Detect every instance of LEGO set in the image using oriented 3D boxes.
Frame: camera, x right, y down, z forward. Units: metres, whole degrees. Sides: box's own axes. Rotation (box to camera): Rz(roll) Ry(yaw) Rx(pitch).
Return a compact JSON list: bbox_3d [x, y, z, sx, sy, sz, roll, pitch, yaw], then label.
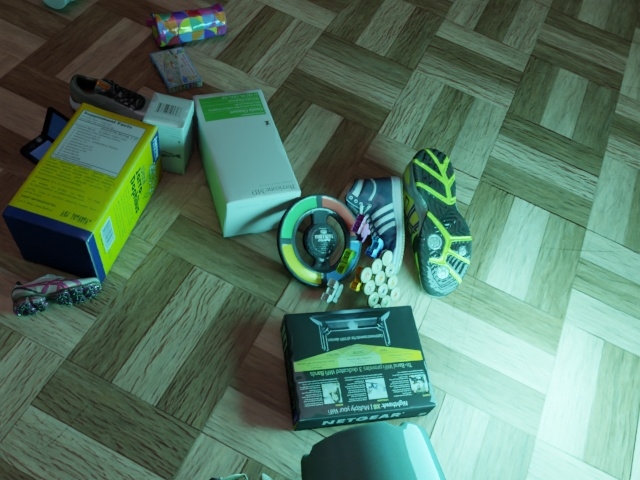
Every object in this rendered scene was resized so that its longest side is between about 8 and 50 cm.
[{"bbox_3d":[0.098,0.064,1.439,0.087,0.093,0.227,21,82,28],"label":"LEGO set"}]

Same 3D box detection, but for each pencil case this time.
[{"bbox_3d":[-0.411,-0.671,1.843,0.236,0.104,0.104,-17,62,-22],"label":"pencil case"}]

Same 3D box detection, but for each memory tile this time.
[{"bbox_3d":[0.145,0.105,1.422,0.113,0.148,0.012,-37,36,-31],"label":"memory tile"}]

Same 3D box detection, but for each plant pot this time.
[{"bbox_3d":[0.115,0.526,1.043,0.341,0.341,0.334,-4,49,-13],"label":"plant pot"}]

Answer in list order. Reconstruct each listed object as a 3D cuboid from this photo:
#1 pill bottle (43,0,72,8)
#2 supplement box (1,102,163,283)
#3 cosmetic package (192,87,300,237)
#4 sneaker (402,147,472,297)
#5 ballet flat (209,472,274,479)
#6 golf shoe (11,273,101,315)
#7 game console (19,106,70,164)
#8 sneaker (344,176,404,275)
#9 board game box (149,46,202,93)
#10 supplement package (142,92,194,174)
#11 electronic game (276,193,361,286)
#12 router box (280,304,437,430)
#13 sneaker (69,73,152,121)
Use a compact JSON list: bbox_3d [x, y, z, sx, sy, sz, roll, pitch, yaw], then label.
[{"bbox_3d":[-0.786,-0.829,1.859,0.121,0.121,0.221,20,56,2],"label":"pill bottle"},{"bbox_3d":[-0.536,-0.114,1.395,0.194,0.195,0.357,18,56,1],"label":"supplement box"},{"bbox_3d":[-0.201,-0.206,1.545,0.196,0.155,0.366,-12,59,-19],"label":"cosmetic package"},{"bbox_3d":[0.293,-0.039,1.548,0.145,0.147,0.385,2,75,-13],"label":"sneaker"},{"bbox_3d":[-0.133,0.487,1.162,0.188,0.070,0.070,6,56,-11],"label":"ballet flat"},{"bbox_3d":[-0.587,0.103,1.320,0.186,0.067,0.086,-12,59,-17],"label":"golf shoe"},{"bbox_3d":[-0.683,-0.250,1.522,0.144,0.085,0.124,33,57,12],"label":"game console"},{"bbox_3d":[0.136,-0.042,1.537,0.153,0.099,0.282,3,62,0],"label":"sneaker"},{"bbox_3d":[-0.433,-0.510,1.774,0.103,0.026,0.154,-21,63,-22],"label":"board game box"},{"bbox_3d":[-0.389,-0.273,1.535,0.105,0.179,0.105,11,56,-3],"label":"supplement package"},{"bbox_3d":[0.000,0.000,1.457,0.229,0.048,0.229,2,85,-26],"label":"electronic game"},{"bbox_3d":[0.078,0.278,1.324,0.308,0.081,0.243,-2,57,-12],"label":"router box"},{"bbox_3d":[-0.554,-0.380,1.619,0.271,0.108,0.100,12,54,-4],"label":"sneaker"}]
